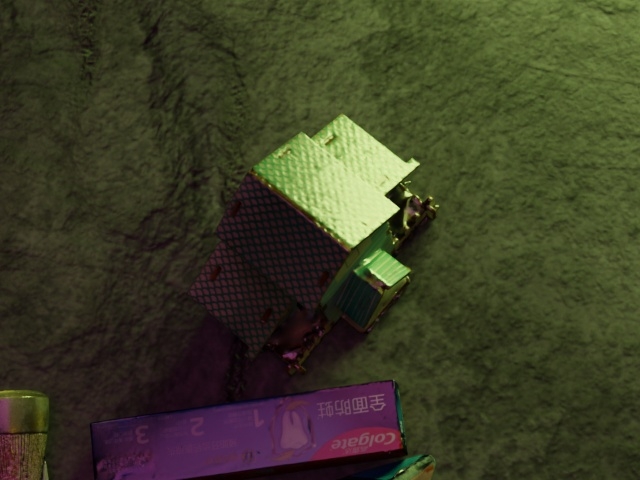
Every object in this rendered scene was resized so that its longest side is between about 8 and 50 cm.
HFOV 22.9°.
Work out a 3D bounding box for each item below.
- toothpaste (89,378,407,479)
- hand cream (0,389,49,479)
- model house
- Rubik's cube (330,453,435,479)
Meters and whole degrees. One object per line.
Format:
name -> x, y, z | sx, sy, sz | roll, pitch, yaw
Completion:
toothpaste -> -0.074, 0.205, 1.627 | 0.321, 0.066, 0.076 | -8, 74, 4
hand cream -> -0.319, 0.258, 1.639 | 0.084, 0.084, 0.203 | -6, 79, 6
model house -> 0.000, 0.000, 1.599 | 0.178, 0.206, 0.271 | 42, 83, 16
Rubik's cube -> -0.016, 0.328, 1.544 | 0.229, 0.228, 0.233 | 22, 120, -24
